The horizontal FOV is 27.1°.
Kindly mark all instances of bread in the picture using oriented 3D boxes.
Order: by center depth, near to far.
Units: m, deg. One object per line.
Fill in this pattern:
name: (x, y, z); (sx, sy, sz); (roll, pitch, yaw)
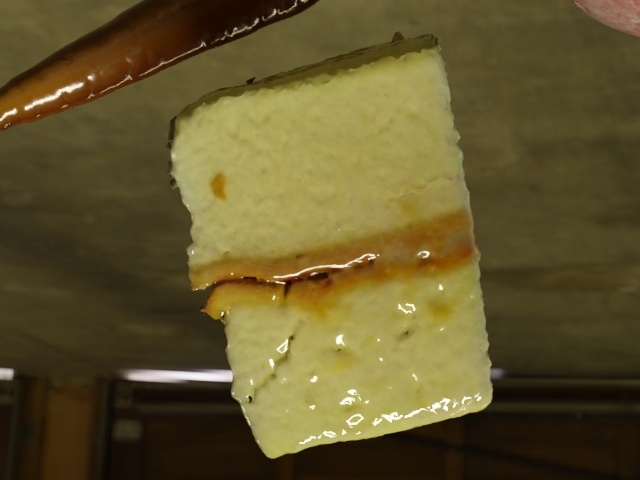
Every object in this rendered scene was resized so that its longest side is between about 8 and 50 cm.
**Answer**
bread: (0.000, 0.000, 0.843); (0.178, 0.240, 0.135); (-12, -173, -9)

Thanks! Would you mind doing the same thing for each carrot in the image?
carrot: (-0.110, -0.151, 0.933); (0.336, 0.069, 0.069); (-28, 172, -14)

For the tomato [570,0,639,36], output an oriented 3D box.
tomato: (0.248, -0.271, 0.956); (0.227, 0.270, 0.270); (-25, 157, 18)
